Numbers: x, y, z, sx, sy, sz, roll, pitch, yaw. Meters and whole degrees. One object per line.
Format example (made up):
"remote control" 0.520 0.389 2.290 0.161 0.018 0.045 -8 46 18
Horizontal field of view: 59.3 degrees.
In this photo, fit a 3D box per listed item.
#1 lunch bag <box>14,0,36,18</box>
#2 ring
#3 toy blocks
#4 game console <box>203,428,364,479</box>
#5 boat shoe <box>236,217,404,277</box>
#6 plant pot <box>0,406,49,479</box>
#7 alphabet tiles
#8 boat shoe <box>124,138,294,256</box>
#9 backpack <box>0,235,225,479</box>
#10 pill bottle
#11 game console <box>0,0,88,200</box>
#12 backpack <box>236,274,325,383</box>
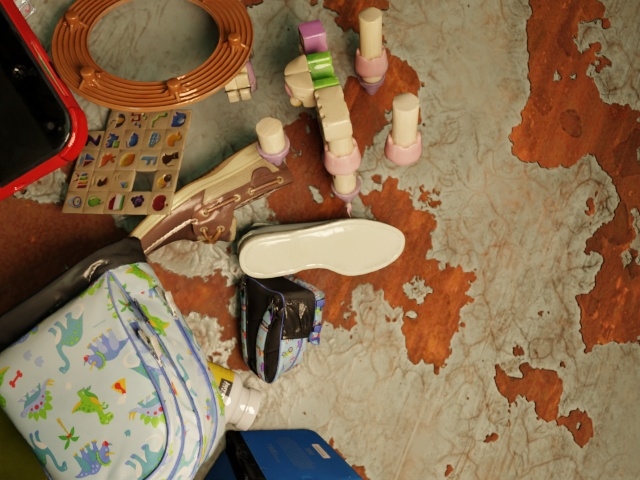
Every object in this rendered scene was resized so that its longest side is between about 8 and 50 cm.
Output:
"lunch bag" -0.538 -0.394 0.943 0.083 0.053 0.071 -45 98 -5
"ring" -0.281 -0.351 0.945 0.337 0.032 0.336 1 59 -2
"toy blocks" 0.002 -0.214 1.028 0.309 0.260 0.288 -13 59 -1
"game console" -0.092 0.430 0.910 0.250 0.293 0.173 5 87 -17
"boat shoe" 0.000 0.000 1.055 0.319 0.099 0.116 -5 117 -16
"plant pot" -0.504 0.400 0.825 0.293 0.275 0.275 -39 99 1
"alphabet tiles" -0.323 -0.153 0.957 0.198 0.009 0.237 1 69 14
"boat shoe" -0.193 -0.048 0.997 0.342 0.123 0.123 -39 97 -21
"backpack" -0.301 0.213 0.816 0.290 0.273 0.355 -34 96 0
"pill bottle" -0.202 0.265 0.983 0.184 0.103 0.103 26 80 -14
"game console" -0.605 -0.239 0.894 0.342 0.060 0.386 -31 96 -1
"backpack" -0.075 0.159 1.005 0.117 0.158 0.173 -2 101 -35
